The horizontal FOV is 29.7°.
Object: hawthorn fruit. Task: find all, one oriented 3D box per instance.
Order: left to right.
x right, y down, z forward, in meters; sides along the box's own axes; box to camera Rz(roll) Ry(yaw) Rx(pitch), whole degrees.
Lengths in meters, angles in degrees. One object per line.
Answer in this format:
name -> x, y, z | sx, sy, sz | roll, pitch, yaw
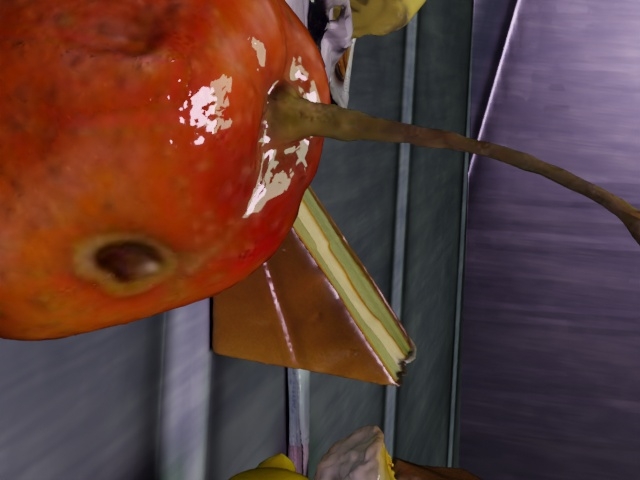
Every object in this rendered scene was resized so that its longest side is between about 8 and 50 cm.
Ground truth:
hawthorn fruit -> -0.027, -0.044, 0.430 | 0.165, 0.285, 0.165 | -1, 90, -68

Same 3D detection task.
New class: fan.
fan -> -0.022, 0.138, 1.125 | 0.057, 0.023, 0.282 | -34, 124, -81

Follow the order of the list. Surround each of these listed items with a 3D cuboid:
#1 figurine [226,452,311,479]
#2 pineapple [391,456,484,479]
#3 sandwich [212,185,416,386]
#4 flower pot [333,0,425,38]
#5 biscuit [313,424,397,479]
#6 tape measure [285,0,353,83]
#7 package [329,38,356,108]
figurine -> -0.044, 0.230, 0.638 | 0.218, 0.169, 0.327 | 49, 3, -2
pineapple -> 0.121, 0.461, 1.502 | 0.223, 0.223, 0.357 | 2, 108, -78
sandwich -> 0.000, 0.000, 0.902 | 0.117, 0.144, 0.187 | -45, 137, -76
flower pot -> 0.033, -0.263, 0.923 | 0.195, 0.195, 0.179 | 67, 40, -64
biscuit -> 0.016, 0.431, 1.124 | 0.446, 0.104, 0.429 | 68, 29, -48
tape measure -> -0.043, -0.158, 0.728 | 0.236, 0.120, 0.197 | 16, 75, -82
package -> 0.018, -0.231, 1.198 | 0.171, 0.027, 0.173 | 46, 52, -74
